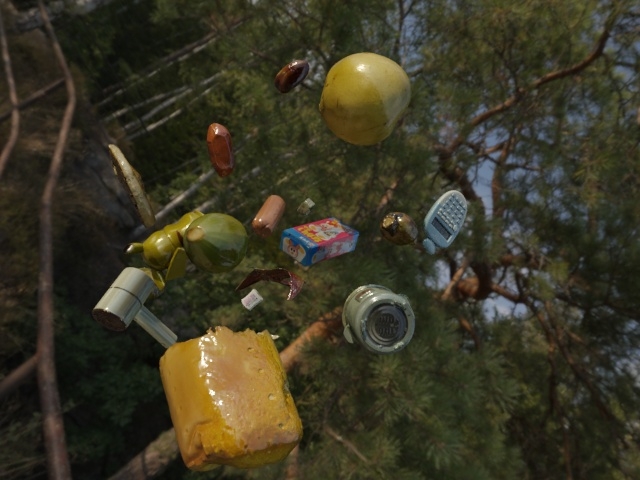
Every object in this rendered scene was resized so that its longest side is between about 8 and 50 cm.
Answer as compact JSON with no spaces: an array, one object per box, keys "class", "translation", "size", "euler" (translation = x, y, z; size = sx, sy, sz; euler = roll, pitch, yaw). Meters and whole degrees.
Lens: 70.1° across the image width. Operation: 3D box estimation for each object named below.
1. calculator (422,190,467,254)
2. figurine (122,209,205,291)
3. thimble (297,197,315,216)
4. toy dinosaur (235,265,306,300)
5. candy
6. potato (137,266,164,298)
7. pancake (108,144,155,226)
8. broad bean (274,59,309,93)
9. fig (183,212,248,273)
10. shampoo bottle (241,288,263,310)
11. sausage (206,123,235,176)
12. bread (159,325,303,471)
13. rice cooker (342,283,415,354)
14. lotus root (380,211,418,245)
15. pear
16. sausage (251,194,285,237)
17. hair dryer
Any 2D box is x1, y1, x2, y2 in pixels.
[{"class":"calculator","translation":[0.528,-0.077,1.956],"size":[0.188,0.302,0.042],"euler":[42,-10,-29]},{"class":"figurine","translation":[-0.563,0.031,1.765],"size":[0.169,0.327,0.218],"euler":[25,-37,60]},{"class":"thimble","translation":[-0.086,-0.199,2.771],"size":[0.062,0.110,0.084],"euler":[44,-2,9]},{"class":"toy dinosaur","translation":[-0.191,0.158,1.641],"size":[0.328,0.112,0.206],"euler":[10,-19,26]},{"class":"candy","translation":[0.000,0.001,1.855],"size":[0.157,0.306,0.100],"euler":[33,-59,32]},{"class":"potato","translation":[-0.733,0.188,1.916],"size":[0.251,0.150,0.113],"euler":[25,-59,52]},{"class":"pancake","translation":[-0.805,-0.232,1.960],"size":[0.387,0.082,0.386],"euler":[50,-24,32]},{"class":"broad bean","translation":[-0.117,-0.697,1.933],"size":[0.084,0.165,0.114],"euler":[52,-8,8]},{"class":"fig","translation":[-0.353,0.014,1.506],"size":[0.207,0.207,0.230],"euler":[51,22,-5]},{"class":"shampoo bottle","translation":[-0.342,0.298,2.252],"size":[0.072,0.099,0.043],"euler":[49,0,9]},{"class":"sausage","translation":[-0.334,-0.302,1.533],"size":[0.089,0.089,0.179],"euler":[29,-46,57]},{"class":"bread","translation":[-0.215,0.420,1.241],"size":[0.394,0.361,0.250],"euler":[56,-50,41]},{"class":"rice cooker","translation":[0.232,0.315,1.842],"size":[0.264,0.317,0.317],"euler":[56,-13,-5]},{"class":"lotus root","translation":[0.403,-0.054,2.316],"size":[0.314,0.170,0.141],"euler":[34,47,-48]},{"class":"pear","translation":[0.162,-0.529,1.713],"size":[0.348,0.348,0.348],"euler":[47,-13,14]},{"class":"sausage","translation":[-0.266,-0.126,2.366],"size":[0.121,0.121,0.304],"euler":[55,27,-22]},{"class":"hair dryer","translation":[-0.633,0.289,1.666],"size":[0.128,0.203,0.362],"euler":[-14,-53,31]}]
